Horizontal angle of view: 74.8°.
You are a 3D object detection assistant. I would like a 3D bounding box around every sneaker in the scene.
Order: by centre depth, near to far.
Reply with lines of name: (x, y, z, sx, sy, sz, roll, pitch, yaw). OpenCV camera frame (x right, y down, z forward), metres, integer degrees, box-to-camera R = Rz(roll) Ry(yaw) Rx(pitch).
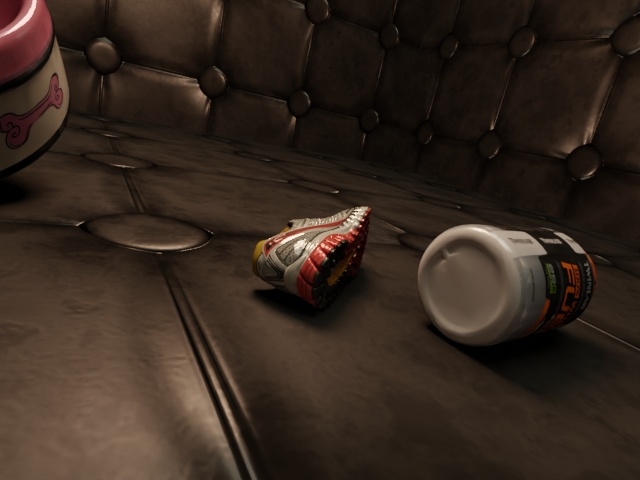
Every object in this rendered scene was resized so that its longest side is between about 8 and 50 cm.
sneaker: (0.000, 0.000, 0.488, 0.093, 0.088, 0.225, 16, 15, 17)

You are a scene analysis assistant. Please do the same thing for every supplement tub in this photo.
supplement tub: (0.205, 0.042, 0.444, 0.190, 0.117, 0.117, 0, 20, -37)

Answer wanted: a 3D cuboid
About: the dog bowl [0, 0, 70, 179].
dog bowl: (-0.497, -0.241, 0.444, 0.408, 0.150, 0.408, 18, 48, -21)
